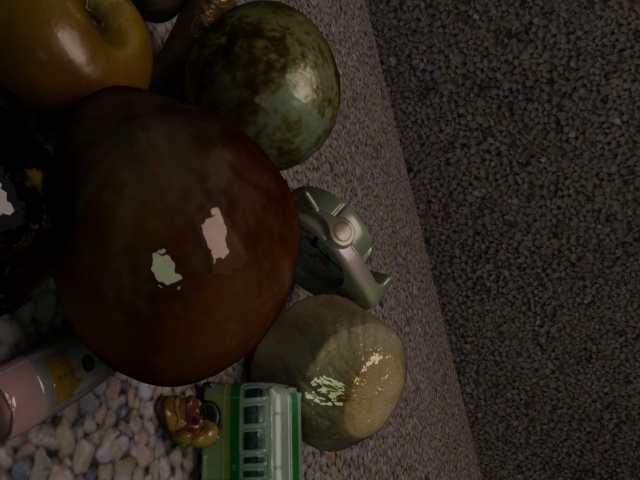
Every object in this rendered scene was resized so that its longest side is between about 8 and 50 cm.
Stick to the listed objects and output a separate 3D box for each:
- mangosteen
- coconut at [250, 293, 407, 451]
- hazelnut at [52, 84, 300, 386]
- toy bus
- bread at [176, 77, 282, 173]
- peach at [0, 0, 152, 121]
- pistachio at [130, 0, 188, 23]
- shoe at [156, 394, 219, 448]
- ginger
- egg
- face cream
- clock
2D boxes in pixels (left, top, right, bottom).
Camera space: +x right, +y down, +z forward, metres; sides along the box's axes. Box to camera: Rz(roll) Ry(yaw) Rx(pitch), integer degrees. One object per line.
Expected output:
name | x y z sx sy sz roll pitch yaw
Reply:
mangosteen | -0.365 -0.017 0.533 0.265 0.228 0.228 -31 113 -32
coconut | 0.009 0.256 1.222 0.329 0.329 0.329 -10 90 -68
hazelnut | -0.185 -0.009 0.751 0.366 0.366 0.366 -10 90 -68
toy bus | -0.114 0.376 1.000 0.133 0.165 0.276 34 49 -59
bread | -0.167 -0.248 1.156 0.305 0.159 0.305 36 48 -54
peach | -0.334 -0.271 0.789 0.251 0.153 0.251 53 20 -29
pistachio | -0.277 -0.454 1.014 0.238 0.153 0.137 -112 -174 -52
shoe | -0.208 0.287 0.937 0.109 0.069 0.072 69 24 -10
ginger | -0.233 -0.304 0.968 0.086 0.131 0.294 43 74 -18
egg | -0.089 -0.242 0.922 0.238 0.238 0.289 51 29 -50
face cream | -0.319 0.163 0.735 0.198 0.057 0.084 -32 109 -67
clock | 0.000 0.000 1.302 0.108 0.265 0.324 -47 129 -25
